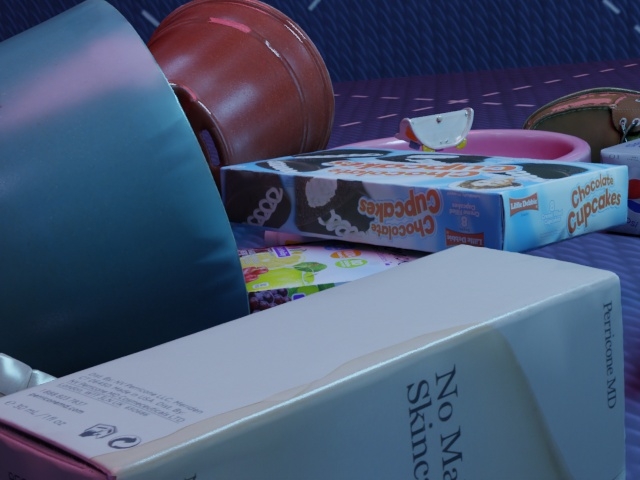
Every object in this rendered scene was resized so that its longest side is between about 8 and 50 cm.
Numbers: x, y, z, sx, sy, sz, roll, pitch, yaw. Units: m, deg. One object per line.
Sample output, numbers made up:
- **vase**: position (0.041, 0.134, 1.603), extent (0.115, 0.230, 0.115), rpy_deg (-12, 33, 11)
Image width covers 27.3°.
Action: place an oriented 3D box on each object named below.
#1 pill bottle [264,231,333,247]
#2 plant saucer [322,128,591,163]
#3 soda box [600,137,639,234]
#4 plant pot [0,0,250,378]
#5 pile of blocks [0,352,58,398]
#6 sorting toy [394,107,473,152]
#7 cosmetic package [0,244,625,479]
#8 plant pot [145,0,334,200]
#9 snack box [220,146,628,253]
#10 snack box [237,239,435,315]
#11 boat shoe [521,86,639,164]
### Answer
- **pill bottle**: position (0.000, 0.000, 1.321), extent (0.116, 0.065, 0.065), rpy_deg (8, 18, 43)
- **plant saucer**: position (0.139, -0.060, 1.489), extent (0.332, 0.084, 0.332), rpy_deg (-5, 12, 1)
- **soda box**: position (0.426, -0.078, 1.431), extent (0.286, 0.091, 0.098), rpy_deg (-17, 18, -41)
- **plant pot**: position (-0.222, -0.001, 0.977), extent (0.235, 0.293, 0.293), rpy_deg (-25, 19, -17)
- **pile of blocks**: position (-0.275, 0.149, 0.760), extent (0.362, 0.149, 0.113), rpy_deg (-8, 53, 32)
- **sorting toy**: position (0.122, -0.122, 1.493), extent (0.083, 0.045, 0.075), rpy_deg (-11, 7, -23)
- **cosmetic package**: position (0.008, 0.115, 0.615), extent (0.309, 0.160, 0.113), rpy_deg (-17, 19, -39)
- **plant pot**: position (-0.152, -0.134, 1.590), extent (0.272, 0.272, 0.265), rpy_deg (0, 22, 20)
- **snack box**: position (0.086, -0.040, 1.174), extent (0.322, 0.060, 0.187), rpy_deg (8, 15, 42)
- **snack box**: position (0.035, 0.043, 1.112), extent (0.207, 0.070, 0.174), rpy_deg (-5, 12, -8)
- **boat shoe**: position (0.402, -0.135, 1.644), extent (0.307, 0.111, 0.104), rpy_deg (-3, 12, 12)
